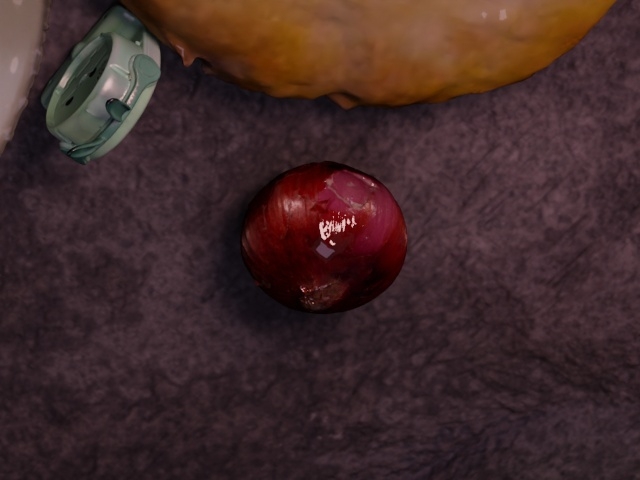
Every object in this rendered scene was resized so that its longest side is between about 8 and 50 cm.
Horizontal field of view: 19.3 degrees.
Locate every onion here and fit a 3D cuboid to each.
[{"bbox_3d":[0.000,0.000,1.449,0.131,0.131,0.131,-5,121,-8],"label":"onion"}]

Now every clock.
[{"bbox_3d":[-0.156,-0.104,1.347,0.041,0.135,0.101,34,108,-26],"label":"clock"}]

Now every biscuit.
[{"bbox_3d":[0.049,-0.270,1.279,0.429,0.104,0.446,4,134,-11],"label":"biscuit"}]

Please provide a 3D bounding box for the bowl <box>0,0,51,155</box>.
[{"bbox_3d":[-0.342,-0.125,1.257,0.157,0.337,0.337,28,119,20],"label":"bowl"}]
